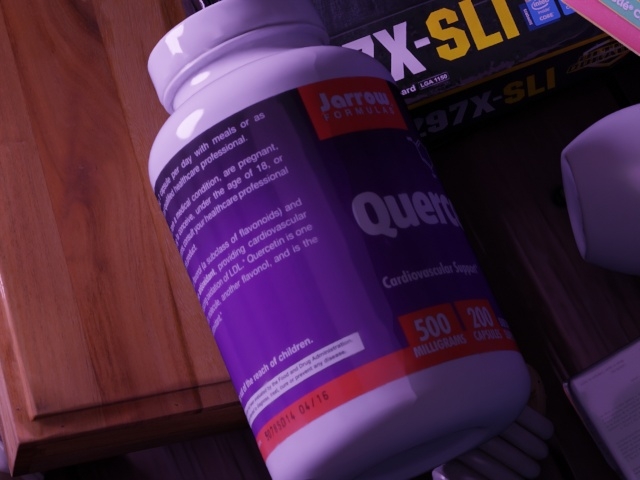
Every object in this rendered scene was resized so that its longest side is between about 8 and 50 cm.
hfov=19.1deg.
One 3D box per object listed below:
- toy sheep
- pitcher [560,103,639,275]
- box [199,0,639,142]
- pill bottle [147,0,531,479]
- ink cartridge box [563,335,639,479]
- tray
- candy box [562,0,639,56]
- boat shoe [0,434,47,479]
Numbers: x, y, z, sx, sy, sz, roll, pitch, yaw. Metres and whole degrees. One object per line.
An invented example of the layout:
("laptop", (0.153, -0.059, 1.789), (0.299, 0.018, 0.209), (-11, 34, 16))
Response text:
("toy sheep", (0.115, 0.145, 1.340), (0.091, 0.091, 0.132), (31, 91, 19))
("pitcher", (0.284, -0.038, 1.342), (0.207, 0.178, 0.125), (-12, 107, 1))
("box", (0.068, -0.208, 1.457), (0.322, 0.079, 0.257), (-20, 68, 1))
("pill bottle", (0.000, 0.000, 1.266), (0.181, 0.181, 0.323), (-23, 74, -1))
("ink cartridge box", (0.279, 0.141, 1.348), (0.145, 0.045, 0.179), (-30, 85, -4))
("tray", (-0.172, -0.047, 1.407), (0.203, 0.076, 0.411), (-10, 66, -18))
("candy box", (0.375, -0.186, 1.336), (0.268, 0.122, 0.317), (41, 45, 22))
("boat shoe", (-0.301, 0.082, 1.426), (0.285, 0.103, 0.092), (37, 73, 17))
